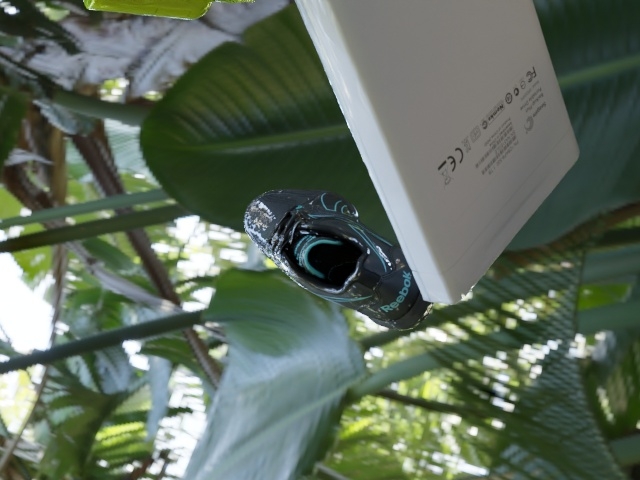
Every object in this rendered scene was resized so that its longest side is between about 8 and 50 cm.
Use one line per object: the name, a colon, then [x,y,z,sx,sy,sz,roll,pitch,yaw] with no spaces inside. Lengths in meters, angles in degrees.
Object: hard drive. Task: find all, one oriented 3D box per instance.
hard drive: [0.101,-0.156,0.969,0.233,0.047,0.353,-46,-55,-33]

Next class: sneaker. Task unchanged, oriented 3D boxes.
sneaker: [0.000,0.000,1.171,0.106,0.267,0.101,23,-88,-44]

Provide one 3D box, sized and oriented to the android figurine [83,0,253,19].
android figurine: [-0.155,-0.233,0.924,0.273,0.248,0.056,1,-64,-29]
